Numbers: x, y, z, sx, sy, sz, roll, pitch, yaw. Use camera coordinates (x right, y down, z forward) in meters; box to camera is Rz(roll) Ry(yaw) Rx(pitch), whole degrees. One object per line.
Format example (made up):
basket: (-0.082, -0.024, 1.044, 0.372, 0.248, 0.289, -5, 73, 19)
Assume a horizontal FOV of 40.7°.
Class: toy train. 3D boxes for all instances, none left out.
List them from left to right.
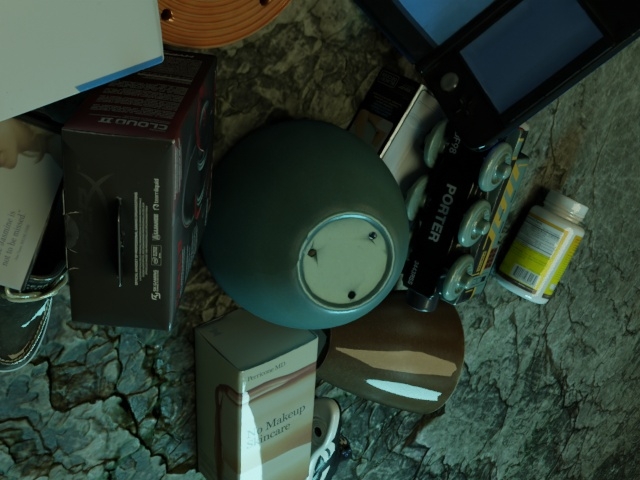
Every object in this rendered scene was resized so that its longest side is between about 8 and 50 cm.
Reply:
toy train: (0.221, -0.050, 1.324, 0.190, 0.142, 0.334, -12, 123, -55)

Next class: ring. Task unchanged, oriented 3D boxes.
ring: (-0.122, -0.383, 0.969, 0.337, 0.032, 0.336, -25, 130, -32)

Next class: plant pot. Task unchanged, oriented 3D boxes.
plant pot: (0.000, 0.000, 1.138, 0.290, 0.195, 0.290, -6, 108, -18)
plant pot: (0.082, 0.175, 1.433, 0.230, 0.215, 0.215, 10, 109, -32)

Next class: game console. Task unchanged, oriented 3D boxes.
game console: (0.230, -0.309, 1.130, 0.293, 0.250, 0.173, -38, 148, 22)

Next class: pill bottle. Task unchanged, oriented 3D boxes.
pill bottle: (0.448, 0.010, 1.725, 0.117, 0.117, 0.215, 15, 105, -48)

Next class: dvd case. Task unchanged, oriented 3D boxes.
dvd case: (-0.385, -0.067, 0.840, 0.253, 0.022, 0.180, 19, 103, -20)

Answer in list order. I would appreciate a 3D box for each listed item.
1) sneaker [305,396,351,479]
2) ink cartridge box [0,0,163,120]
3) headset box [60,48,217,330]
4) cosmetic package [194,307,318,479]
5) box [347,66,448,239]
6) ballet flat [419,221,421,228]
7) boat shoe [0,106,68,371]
sneaker: (0.014, 0.358, 1.573, 0.121, 0.079, 0.217, -10, 131, -44)
ink cartridge box: (-0.278, -0.242, 0.753, 0.171, 0.233, 0.168, -29, 135, -29)
headset box: (-0.188, -0.058, 0.924, 0.110, 0.293, 0.218, 6, 119, -1)
cosmetic package: (-0.101, 0.259, 1.344, 0.153, 0.129, 0.296, -21, 129, -32)
box: (0.096, -0.096, 1.331, 0.169, 0.087, 0.290, 26, 97, -50)
ballet flat: (0.214, -0.015, 1.507, 0.086, 0.086, 0.248, -37, 137, -20)
boat shoe: (-0.338, 0.018, 0.956, 0.121, 0.119, 0.335, -11, 123, -40)
